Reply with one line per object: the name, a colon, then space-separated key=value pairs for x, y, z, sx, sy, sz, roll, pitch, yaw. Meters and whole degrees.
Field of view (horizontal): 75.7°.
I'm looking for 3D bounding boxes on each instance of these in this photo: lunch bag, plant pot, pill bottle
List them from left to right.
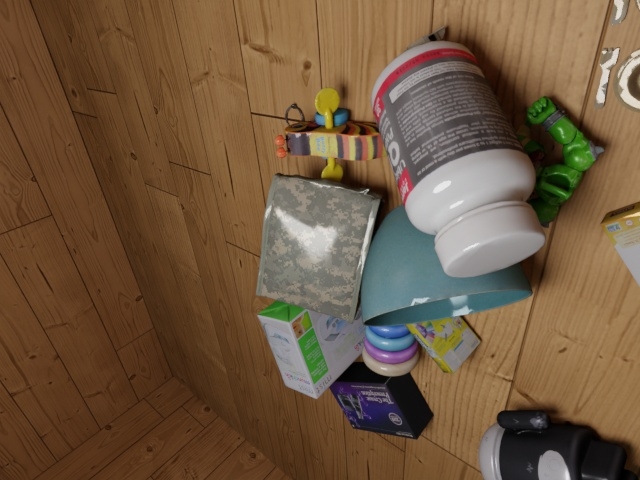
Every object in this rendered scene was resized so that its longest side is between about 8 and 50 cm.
lunch bag: x=0.000 y=0.000 z=0.906 sx=0.236 sy=0.169 sz=0.286 roll=14 pitch=113 yaw=11
plant pot: x=0.203 y=0.035 z=0.756 sx=0.290 sy=0.291 sz=0.195 roll=-34 pitch=59 yaw=51
pill bottle: x=0.194 y=-0.116 z=0.598 sx=0.176 sy=0.177 sz=0.318 roll=-50 pitch=45 yaw=50

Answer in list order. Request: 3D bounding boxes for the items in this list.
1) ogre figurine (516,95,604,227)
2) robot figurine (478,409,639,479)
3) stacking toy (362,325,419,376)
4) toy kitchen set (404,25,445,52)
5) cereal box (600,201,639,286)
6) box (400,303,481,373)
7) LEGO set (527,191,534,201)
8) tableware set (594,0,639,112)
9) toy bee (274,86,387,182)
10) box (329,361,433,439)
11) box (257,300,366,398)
ogre figurine: x=0.332 y=-0.101 z=0.631 sx=0.118 sy=0.097 sz=0.196 roll=38 pitch=110 yaw=25
robot figurine: x=0.465 y=0.459 z=0.835 sx=0.278 sy=0.174 sz=0.208 roll=-24 pitch=55 yaw=50
stacking toy: x=0.165 y=0.150 z=0.969 sx=0.141 sy=0.141 sz=0.329 roll=17 pitch=121 yaw=38
toy kitchen set: x=0.186 y=-0.295 z=0.678 sx=0.068 sy=0.083 sz=0.075 roll=-30 pitch=95 yaw=10
cereal box: x=0.537 y=0.039 z=0.560 sx=0.240 sy=0.047 sz=0.173 roll=56 pitch=141 yaw=-1
box: x=0.253 y=0.187 z=0.898 sx=0.179 sy=0.105 sz=0.043 roll=52 pitch=158 yaw=-1
LEGO set: x=0.323 y=-0.093 z=0.707 sx=0.083 sy=0.023 sz=0.054 roll=30 pitch=135 yaw=28
tableware set: x=0.413 y=-0.248 z=0.494 sx=0.128 sy=0.039 sz=0.193 roll=17 pitch=127 yaw=38
toy bee: x=-0.006 y=-0.202 z=0.863 sx=0.299 sy=0.162 sz=0.195 roll=-3 pitch=115 yaw=47
box: x=0.164 y=0.456 z=1.197 sx=0.261 sy=0.103 sz=0.184 roll=-23 pitch=101 yaw=51
box: x=-0.001 y=0.227 z=1.075 sx=0.127 sy=0.262 sz=0.230 roll=2 pitch=116 yaw=45
